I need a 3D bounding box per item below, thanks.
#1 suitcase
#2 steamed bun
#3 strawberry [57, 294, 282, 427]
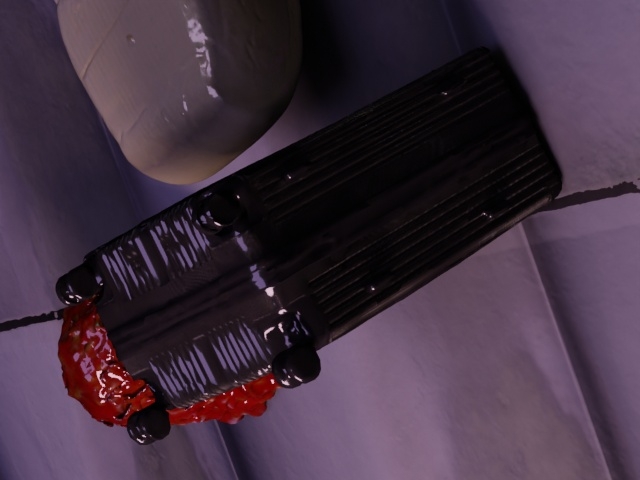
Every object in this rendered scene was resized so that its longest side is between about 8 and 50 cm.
[{"bbox_3d":[0.000,0.000,1.377,0.230,0.335,0.152,-25,94,50],"label":"suitcase"},{"bbox_3d":[-0.109,-0.186,1.546,0.200,0.155,0.250,-41,71,46],"label":"steamed bun"},{"bbox_3d":[-0.157,0.105,1.732,0.234,0.178,0.234,25,131,33],"label":"strawberry"}]
